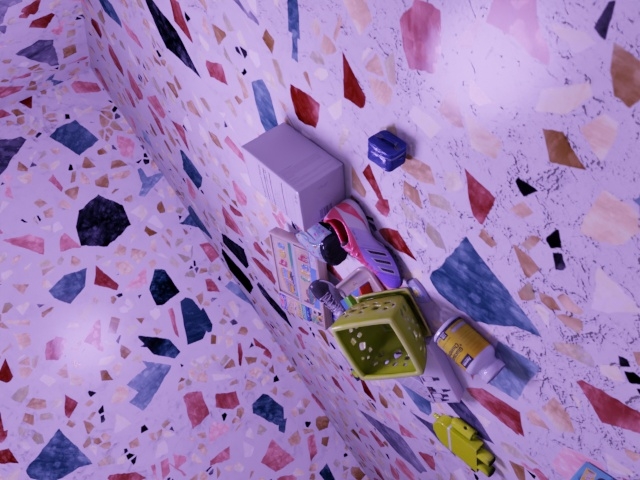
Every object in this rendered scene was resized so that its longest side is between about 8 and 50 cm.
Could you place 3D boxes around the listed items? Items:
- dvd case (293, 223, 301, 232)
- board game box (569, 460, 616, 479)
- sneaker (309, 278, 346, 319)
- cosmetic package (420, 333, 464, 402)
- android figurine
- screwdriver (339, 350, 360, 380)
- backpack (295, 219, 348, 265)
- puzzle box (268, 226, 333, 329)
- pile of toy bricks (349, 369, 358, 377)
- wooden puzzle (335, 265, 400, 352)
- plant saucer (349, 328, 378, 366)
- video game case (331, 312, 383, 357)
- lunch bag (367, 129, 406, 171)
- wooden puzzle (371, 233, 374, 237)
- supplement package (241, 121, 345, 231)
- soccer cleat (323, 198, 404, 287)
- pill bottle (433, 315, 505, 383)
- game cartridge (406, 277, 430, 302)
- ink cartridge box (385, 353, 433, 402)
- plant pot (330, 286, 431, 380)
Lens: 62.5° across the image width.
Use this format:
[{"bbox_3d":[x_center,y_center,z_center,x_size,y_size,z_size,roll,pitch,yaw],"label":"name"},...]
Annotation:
[{"bbox_3d":[-0.063,-0.048,2.060,0.087,0.013,0.119,54,160,2],"label":"dvd case"},{"bbox_3d":[0.791,0.766,1.364,0.254,0.079,0.336,28,146,50],"label":"board game box"},{"bbox_3d":[0.055,0.249,2.048,0.229,0.086,0.132,40,-166,-27],"label":"sneaker"},{"bbox_3d":[0.372,0.422,1.722,0.099,0.060,0.239,-18,108,39],"label":"cosmetic package"},{"bbox_3d":[0.517,0.737,1.929,0.273,0.056,0.248,33,150,44],"label":"android figurine"},{"bbox_3d":[0.139,0.619,2.592,0.170,0.025,0.024,52,158,6],"label":"screwdriver"},{"bbox_3d":[0.000,0.000,1.860,0.182,0.115,0.151,38,155,43],"label":"backpack"},{"bbox_3d":[-0.082,0.159,2.188,0.272,0.052,0.408,22,132,37],"label":"puzzle box"},{"bbox_3d":[0.176,0.567,2.326,0.212,0.105,0.118,10,131,61],"label":"pile of toy bricks"},{"bbox_3d":[0.191,0.277,1.909,0.347,0.081,0.322,53,158,6],"label":"wooden puzzle"},{"bbox_3d":[0.146,0.438,2.132,0.241,0.037,0.241,43,155,25],"label":"plant saucer"},{"bbox_3d":[0.146,0.408,2.220,0.270,0.061,0.244,11,133,60],"label":"video game case"},{"bbox_3d":[0.161,-0.217,1.267,0.098,0.067,0.065,40,154,32],"label":"lunch bag"},{"bbox_3d":[0.153,-0.011,1.668,0.083,0.006,0.049,57,158,-4],"label":"wooden puzzle"},{"bbox_3d":[-0.083,-0.204,1.647,0.293,0.178,0.175,41,155,32],"label":"supplement package"},{"bbox_3d":[0.130,0.027,1.606,0.318,0.116,0.109,56,148,-1],"label":"soccer cleat"},{"bbox_3d":[0.411,0.302,1.451,0.184,0.103,0.103,43,156,28],"label":"pill bottle"},{"bbox_3d":[0.296,0.153,1.596,0.083,0.017,0.056,56,155,-2],"label":"game cartridge"},{"bbox_3d":[0.343,0.512,1.971,0.232,0.066,0.189,25,159,12],"label":"ink cartridge box"},{"bbox_3d":[0.204,0.277,1.637,0.228,0.207,0.227,-15,114,36],"label":"plant pot"}]
